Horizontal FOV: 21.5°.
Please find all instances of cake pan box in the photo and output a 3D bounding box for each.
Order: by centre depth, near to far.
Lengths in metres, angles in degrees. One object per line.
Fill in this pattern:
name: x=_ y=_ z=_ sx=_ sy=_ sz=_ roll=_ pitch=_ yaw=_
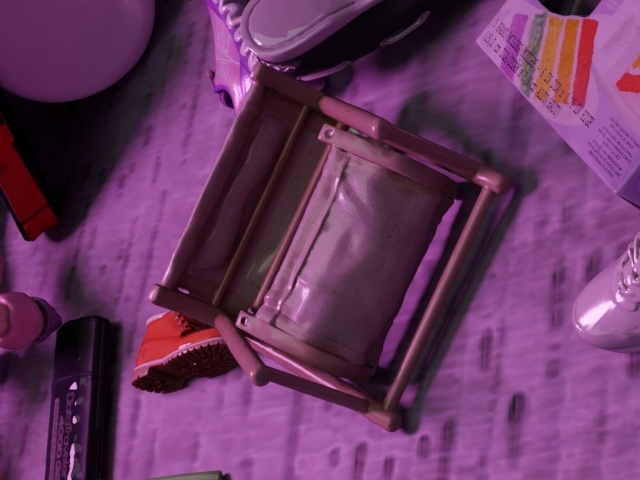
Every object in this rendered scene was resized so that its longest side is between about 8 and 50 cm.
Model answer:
cake pan box: x=0.272 y=-0.190 z=1.391 sx=0.246 sy=0.070 sz=0.267 roll=-51 pitch=40 yaw=17

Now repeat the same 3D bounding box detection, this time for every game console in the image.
game console: x=-0.443 y=-0.207 z=2.057 sx=0.060 sy=0.342 sz=0.386 roll=-30 pitch=43 yaw=-4

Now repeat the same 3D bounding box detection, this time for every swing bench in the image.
swing bench: x=0.000 y=0.000 z=1.547 sx=0.254 sy=0.165 sz=0.253 roll=32 pitch=98 yaw=57

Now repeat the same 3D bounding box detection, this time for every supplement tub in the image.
supplement tub: x=-0.352 y=-0.337 z=2.073 sx=0.228 sy=0.228 sz=0.316 roll=-53 pitch=40 yaw=17

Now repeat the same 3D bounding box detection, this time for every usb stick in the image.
usb stick: x=-0.268 y=0.214 z=1.848 sx=0.077 sy=0.045 sz=0.278 roll=-19 pitch=58 yaw=35

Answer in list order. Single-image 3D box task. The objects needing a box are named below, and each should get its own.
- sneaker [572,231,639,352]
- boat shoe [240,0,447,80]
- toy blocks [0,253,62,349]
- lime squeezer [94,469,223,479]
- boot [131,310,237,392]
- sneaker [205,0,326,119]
sneaker: x=0.265 y=0.003 z=1.260 sx=0.232 sy=0.115 sz=0.090 roll=-37 pitch=47 yaw=33
boat shoe: x=0.068 y=-0.253 z=1.629 sx=0.302 sy=0.091 sz=0.114 roll=-23 pitch=65 yaw=15
toy blocks: x=-0.469 y=0.110 z=1.961 sx=0.309 sy=0.260 sz=0.289 roll=38 pitch=105 yaw=26
lime squeezer: x=-0.236 y=0.297 z=1.715 sx=0.110 sy=0.059 sz=0.310 roll=48 pitch=116 yaw=2
boot: x=-0.138 y=0.101 z=1.742 sx=0.158 sy=0.059 sz=0.085 roll=-19 pitch=53 yaw=45
sneaker: x=-0.083 y=-0.199 z=1.802 sx=0.104 sy=0.095 sz=0.236 roll=-56 pitch=39 yaw=26
